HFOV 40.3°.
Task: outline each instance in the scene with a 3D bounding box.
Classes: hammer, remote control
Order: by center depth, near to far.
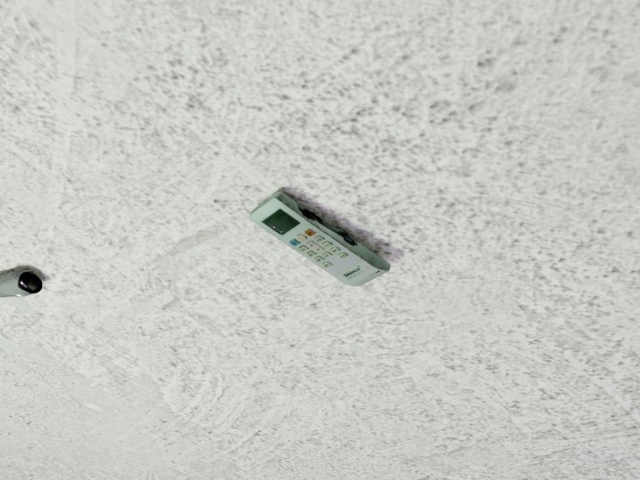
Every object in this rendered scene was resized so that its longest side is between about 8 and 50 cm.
[{"bbox_3d":[0.000,0.000,1.003,0.166,0.029,0.065,34,144,-20],"label":"remote control"},{"bbox_3d":[-0.583,0.090,1.357,0.427,0.044,0.152,-8,140,29],"label":"hammer"}]
